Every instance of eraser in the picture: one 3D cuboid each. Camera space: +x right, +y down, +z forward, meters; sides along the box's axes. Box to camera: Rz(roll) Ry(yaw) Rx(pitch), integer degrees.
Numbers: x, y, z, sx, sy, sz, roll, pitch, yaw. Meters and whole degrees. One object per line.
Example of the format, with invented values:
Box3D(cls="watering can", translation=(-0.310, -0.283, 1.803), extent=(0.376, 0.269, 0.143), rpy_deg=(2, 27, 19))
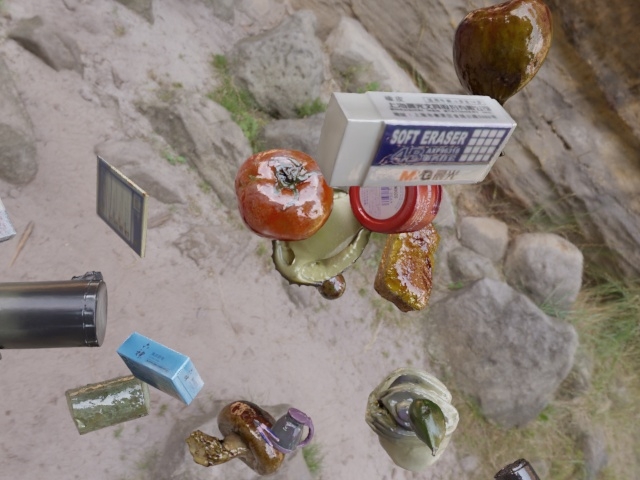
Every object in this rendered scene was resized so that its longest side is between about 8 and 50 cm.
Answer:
Box3D(cls="eraser", translation=(0.142, -0.149, 0.696), extent=(0.279, 0.124, 0.081), rpy_deg=(-5, 51, -19))

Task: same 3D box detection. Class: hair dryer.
Box3D(cls="hair dryer", translation=(0.467, 0.590, 1.015), extent=(0.197, 0.089, 0.251), rpy_deg=(60, 4, 25))

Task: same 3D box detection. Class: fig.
Box3D(cls="fig", translation=(0.322, 0.550, 1.344), extent=(0.117, 0.117, 0.177), rpy_deg=(47, 10, -24))
Box3D(cls="fig", translation=(0.339, -0.322, 0.904), extent=(0.191, 0.191, 0.290), rpy_deg=(0, 106, -50))

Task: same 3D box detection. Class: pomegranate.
Box3D(cls="pomegranate", translation=(0.036, 0.175, 1.790), extent=(0.130, 0.130, 0.130), rpy_deg=(26, 53, -40))

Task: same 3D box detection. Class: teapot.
Box3D(cls="teapot", translation=(-0.097, 0.673, 1.622), extent=(0.148, 0.146, 0.116), rpy_deg=(31, 5, 6))

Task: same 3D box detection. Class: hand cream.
Box3D(cls="hand cream", translation=(0.171, -0.108, 1.059), extent=(0.125, 0.193, 0.193), rpy_deg=(-6, 76, -48))

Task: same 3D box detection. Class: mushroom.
Box3D(cls="mushroom", translation=(-0.306, 0.827, 1.844), extent=(0.356, 0.331, 0.334), rpy_deg=(-54, 151, -51))

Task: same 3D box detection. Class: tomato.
Box3D(cls="tomato", translation=(-0.083, -0.115, 1.035), extent=(0.237, 0.095, 0.236), rpy_deg=(3, 68, -6))

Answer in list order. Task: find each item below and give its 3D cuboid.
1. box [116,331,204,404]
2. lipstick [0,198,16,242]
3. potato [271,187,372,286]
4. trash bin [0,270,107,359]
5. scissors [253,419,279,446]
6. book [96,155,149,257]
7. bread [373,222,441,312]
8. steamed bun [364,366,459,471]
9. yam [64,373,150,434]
Box3D(cls="box", translation=(-0.469, 0.373, 1.347), extent=(0.083, 0.232, 0.142), rpy_deg=(-52, 146, -36))
Box3D(cls="lipstick", translation=(-0.921, -0.169, 1.205), extent=(0.076, 0.080, 0.371), rpy_deg=(-26, 96, -42))
Box3D(cls="potato", translation=(0.000, 0.000, 1.233), extent=(0.242, 0.242, 0.285), rpy_deg=(37, 84, -32))
Box3D(cls="trash bin", translation=(-0.798, 0.213, 1.337), extent=(0.302, 0.203, 0.252), rpy_deg=(0, 65, -16))
Box3D(cls="scissors", translation=(-0.188, 0.648, 1.555), extent=(0.039, 0.113, 0.012), rpy_deg=(-30, 139, -33))
Box3D(cls="book", translation=(-0.650, -0.114, 1.495), extent=(0.322, 0.228, 0.018), rpy_deg=(35, 33, 31))
Box3D(cls="bread", translation=(0.289, 0.031, 1.419), extent=(0.185, 0.109, 0.380), rpy_deg=(33, 56, -18))
Box3D(cls="steamed bun", translation=(0.330, 0.662, 1.760), extent=(0.352, 0.339, 0.247), rpy_deg=(-57, 142, -4))
Box3D(cls="yam", translation=(-0.731, 0.563, 1.593), extent=(0.268, 0.161, 0.161), rpy_deg=(-9, 77, -25))
